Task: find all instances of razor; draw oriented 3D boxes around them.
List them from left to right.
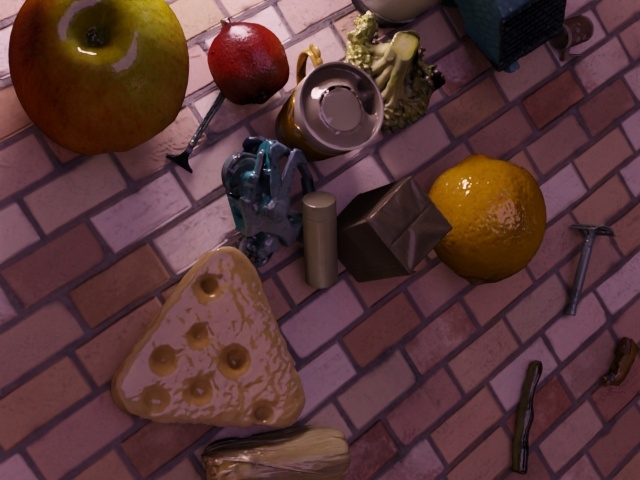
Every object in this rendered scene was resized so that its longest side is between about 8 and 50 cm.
[{"bbox_3d":[-0.246,-0.235,1.765,0.066,0.033,0.190,34,70,-16],"label":"razor"},{"bbox_3d":[0.647,0.073,2.092,0.068,0.106,0.232,15,88,-20],"label":"razor"}]

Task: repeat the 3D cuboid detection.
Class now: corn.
[{"bbox_3d":[-0.088,0.443,1.689,0.305,0.122,0.123,-5,84,-22],"label":"corn"}]

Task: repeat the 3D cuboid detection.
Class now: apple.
[{"bbox_3d":[-0.404,-0.328,1.565,0.340,0.339,0.339,3,81,-23],"label":"apple"}]

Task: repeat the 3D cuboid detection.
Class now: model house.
[{"bbox_3d":[0.466,-0.553,2.045,0.261,0.226,0.241,-33,111,-20],"label":"model house"}]

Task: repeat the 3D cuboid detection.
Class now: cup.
[{"bbox_3d":[0.000,-0.283,1.774,0.185,0.226,0.241,-16,88,-23],"label":"cup"},{"bbox_3d":[0.651,-0.522,2.170,0.099,0.074,0.102,-23,92,-25],"label":"cup"}]

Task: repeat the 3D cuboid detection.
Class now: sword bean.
[{"bbox_3d":[0.487,0.413,1.990,0.043,0.038,0.269,18,75,-15],"label":"sword bean"}]

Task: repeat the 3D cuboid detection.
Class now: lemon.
[{"bbox_3d":[0.366,-0.049,1.877,0.293,0.293,0.293,3,81,-23],"label":"lemon"}]

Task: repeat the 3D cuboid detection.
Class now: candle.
[{"bbox_3d":[0.199,-0.608,1.849,0.221,0.342,0.221,1,87,-20],"label":"candle"}]

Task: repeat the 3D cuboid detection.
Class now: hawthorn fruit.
[{"bbox_3d":[-0.152,-0.380,1.759,0.169,0.169,0.188,-18,87,-24],"label":"hawthorn fruit"}]

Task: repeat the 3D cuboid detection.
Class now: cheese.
[{"bbox_3d":[-0.240,0.239,1.662,0.384,0.104,0.384,4,81,-24],"label":"cheese"}]

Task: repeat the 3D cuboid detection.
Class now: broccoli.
[{"bbox_3d":[0.164,-0.385,1.847,0.247,0.243,0.263,-2,78,-10],"label":"broccoli"}]

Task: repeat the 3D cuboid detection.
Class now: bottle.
[{"bbox_3d":[0.000,0.000,1.762,0.072,0.072,0.201,-18,125,-24],"label":"bottle"}]

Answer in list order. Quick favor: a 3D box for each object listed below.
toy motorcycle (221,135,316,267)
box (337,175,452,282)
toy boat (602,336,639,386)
[{"bbox_3d":[-0.101,-0.084,1.746,0.206,0.154,0.260,-28,122,-28],"label":"toy motorcycle"},{"bbox_3d":[0.135,-0.016,1.790,0.149,0.231,0.155,-46,102,-22],"label":"box"},{"bbox_3d":[0.747,0.307,2.113,0.049,0.047,0.149,37,67,0],"label":"toy boat"}]
